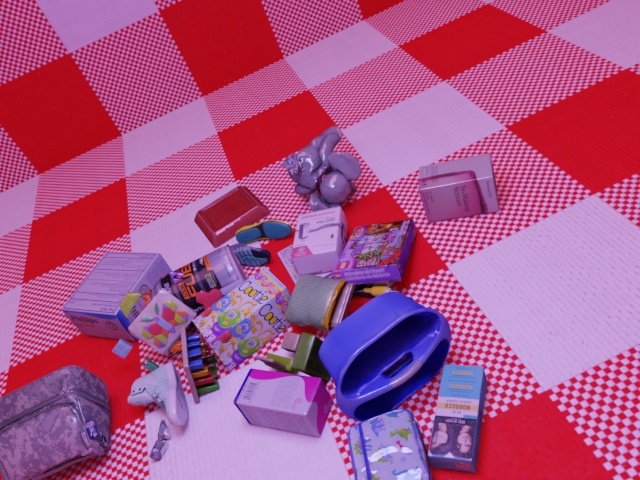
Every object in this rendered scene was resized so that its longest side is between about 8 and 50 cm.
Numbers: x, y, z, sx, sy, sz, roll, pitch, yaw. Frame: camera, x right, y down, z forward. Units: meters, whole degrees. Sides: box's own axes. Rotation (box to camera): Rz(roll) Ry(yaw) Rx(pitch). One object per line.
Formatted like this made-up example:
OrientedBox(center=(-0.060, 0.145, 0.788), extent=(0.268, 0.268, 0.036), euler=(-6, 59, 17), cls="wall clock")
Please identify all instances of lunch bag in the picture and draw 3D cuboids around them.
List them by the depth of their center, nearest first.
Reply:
OrientedBox(center=(0.155, 0.504, 1.357), extent=(0.176, 0.090, 0.219), euler=(-20, 38, 10), cls="lunch bag")
OrientedBox(center=(-0.757, 0.540, 1.711), extent=(0.305, 0.213, 0.256), euler=(-25, 55, 1), cls="lunch bag")

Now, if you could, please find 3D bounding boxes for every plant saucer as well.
OrientedBox(center=(-0.359, -0.110, 2.360), extent=(0.259, 0.048, 0.258), euler=(-34, 39, -11), cls="plant saucer")

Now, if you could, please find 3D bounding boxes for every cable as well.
OrientedBox(center=(0.111, 0.132, 1.813), extent=(0.287, 0.072, 0.140), euler=(-7, 39, 19), cls="cable")

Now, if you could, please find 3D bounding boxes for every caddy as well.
OrientedBox(center=(0.165, 0.289, 1.476), extent=(0.341, 0.241, 0.179), euler=(-35, 35, -13), cls="caddy")

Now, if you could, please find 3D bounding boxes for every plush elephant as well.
OrientedBox(center=(0.027, -0.229, 2.157), extent=(0.272, 0.255, 0.330), euler=(-54, -9, 24), cls="plush elephant")

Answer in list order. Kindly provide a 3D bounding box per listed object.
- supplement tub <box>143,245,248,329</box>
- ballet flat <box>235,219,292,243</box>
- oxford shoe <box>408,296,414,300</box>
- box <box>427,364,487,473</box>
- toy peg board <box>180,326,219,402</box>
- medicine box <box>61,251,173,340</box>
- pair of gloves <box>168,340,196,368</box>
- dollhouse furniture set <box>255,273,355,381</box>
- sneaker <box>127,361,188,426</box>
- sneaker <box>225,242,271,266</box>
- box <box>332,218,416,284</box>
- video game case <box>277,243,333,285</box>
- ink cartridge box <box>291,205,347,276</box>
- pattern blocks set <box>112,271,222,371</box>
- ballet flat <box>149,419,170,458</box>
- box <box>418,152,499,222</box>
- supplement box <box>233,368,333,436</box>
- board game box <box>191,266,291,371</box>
OrientedBox(center=(-0.397, 0.167, 1.945), extent=(0.315, 0.194, 0.194), euler=(-28, 39, -3), cls="supplement tub")
OrientedBox(center=(-0.202, -0.042, 2.184), extent=(0.230, 0.077, 0.077), euler=(-10, 24, 20), cls="ballet flat")
OrientedBox(center=(0.173, 0.239, 1.655), extent=(0.227, 0.083, 0.096), euler=(-26, 43, 0), cls="oxford shoe")
OrientedBox(center=(0.322, 0.409, 1.397), extent=(0.100, 0.060, 0.244), euler=(-3, 43, 25), cls="box")
OrientedBox(center=(-0.349, 0.354, 1.746), extent=(0.079, 0.161, 0.161), euler=(-12, 38, -9), cls="toy peg board")
OrientedBox(center=(-0.703, 0.189, 2.114), extent=(0.263, 0.149, 0.289), euler=(1, 45, 28), cls="medicine box")
OrientedBox(center=(-0.422, 0.347, 1.844), extent=(0.074, 0.083, 0.010), euler=(-36, 15, -2), cls="pair of gloves")
OrientedBox(center=(-0.046, 0.215, 1.665), extent=(0.197, 0.151, 0.302), euler=(7, 69, 32), cls="dollhouse furniture set")
OrientedBox(center=(-0.469, 0.466, 1.718), extent=(0.151, 0.094, 0.256), euler=(-25, 28, -9), cls="sneaker")
OrientedBox(center=(-0.265, 0.035, 2.119), extent=(0.223, 0.083, 0.098), euler=(-4, 38, 25), cls="sneaker")
OrientedBox(center=(0.172, 0.033, 1.843), extent=(0.200, 0.057, 0.293), euler=(-9, 25, 22), cls="box")
OrientedBox(center=(-0.017, 0.058, 2.004), extent=(0.206, 0.026, 0.227), euler=(-29, 38, -5), cls="video game case")
OrientedBox(center=(0.000, 0.000, 1.969), extent=(0.158, 0.092, 0.218), euler=(-11, 39, 16), cls="ink cartridge box")
OrientedBox(center=(-0.478, 0.250, 1.836), extent=(0.325, 0.285, 0.026), euler=(-64, 11, 6), cls="pattern blocks set")
OrientedBox(center=(-0.437, 0.552, 1.657), extent=(0.041, 0.041, 0.114), euler=(-10, 41, 17), cls="ballet flat")
OrientedBox(center=(0.442, -0.165, 1.921), extent=(0.232, 0.149, 0.127), euler=(-9, 41, 19), cls="box")
OrientedBox(center=(-0.095, 0.420, 1.562), extent=(0.219, 0.114, 0.111), euler=(0, 44, 30), cls="supplement box")
OrientedBox(center=(-0.221, 0.235, 1.815), extent=(0.275, 0.142, 0.144), euler=(-36, 40, -14), cls="board game box")
